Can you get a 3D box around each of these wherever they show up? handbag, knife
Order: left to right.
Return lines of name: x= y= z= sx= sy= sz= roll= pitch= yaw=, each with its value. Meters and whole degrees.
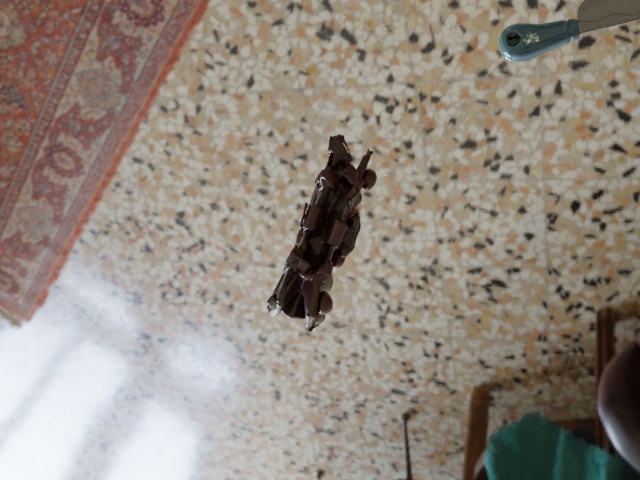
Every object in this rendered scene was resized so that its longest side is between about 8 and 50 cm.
handbag: x=0.003 y=0.001 z=0.891 sx=0.074 sy=0.203 sz=0.216 roll=20 pitch=168 yaw=-1
knife: x=0.357 y=-0.294 z=0.999 sx=0.244 sy=0.058 sz=0.032 roll=-16 pitch=161 yaw=13
